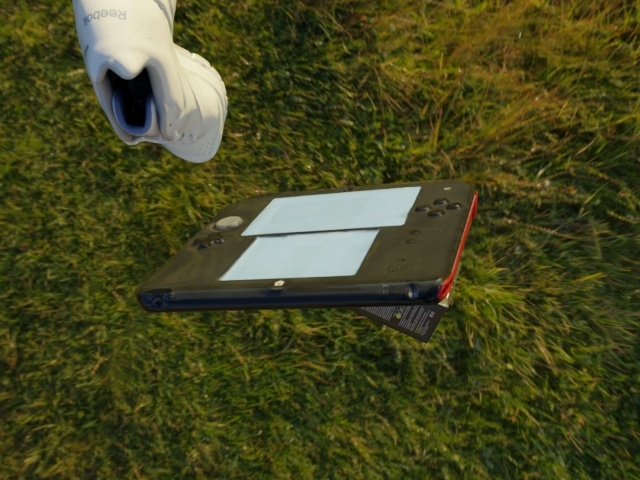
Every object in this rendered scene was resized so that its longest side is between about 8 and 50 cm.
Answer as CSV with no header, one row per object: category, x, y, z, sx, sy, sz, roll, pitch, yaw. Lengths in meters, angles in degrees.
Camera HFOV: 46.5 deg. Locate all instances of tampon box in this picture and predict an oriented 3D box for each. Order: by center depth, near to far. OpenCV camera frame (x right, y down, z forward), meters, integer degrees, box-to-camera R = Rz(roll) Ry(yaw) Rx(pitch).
tampon box,0.134,0.072,1.248,0.161,0.120,0.101,24,134,5

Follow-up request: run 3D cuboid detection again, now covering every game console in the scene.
game console,0.000,0.000,0.980,0.386,0.342,0.060,-4,108,20

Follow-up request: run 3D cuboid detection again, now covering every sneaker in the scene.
sneaker,-0.165,-0.139,0.719,0.111,0.297,0.129,-5,70,8
